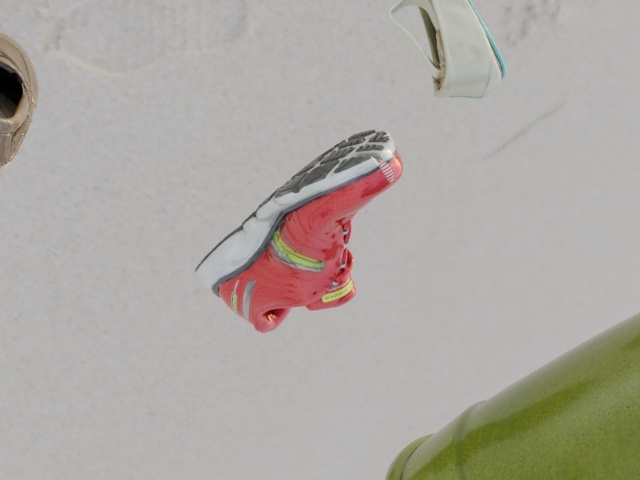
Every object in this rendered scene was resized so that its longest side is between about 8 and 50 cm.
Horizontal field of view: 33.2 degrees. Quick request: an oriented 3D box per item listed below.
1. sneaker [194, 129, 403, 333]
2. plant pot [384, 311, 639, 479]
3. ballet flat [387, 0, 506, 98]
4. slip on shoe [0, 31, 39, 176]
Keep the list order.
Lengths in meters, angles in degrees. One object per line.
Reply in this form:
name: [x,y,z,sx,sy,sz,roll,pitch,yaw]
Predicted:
sneaker: [0.000,0.000,0.964,0.107,0.118,0.279,-42,-178,-42]
plant pot: [0.295,0.186,0.770,0.353,0.366,0.366,-47,153,23]
ballet flat: [0.092,-0.241,0.998,0.086,0.248,0.086,-21,168,-5]
slip on shoe: [-0.188,-0.089,0.621,0.051,0.135,0.041,23,123,-21]
